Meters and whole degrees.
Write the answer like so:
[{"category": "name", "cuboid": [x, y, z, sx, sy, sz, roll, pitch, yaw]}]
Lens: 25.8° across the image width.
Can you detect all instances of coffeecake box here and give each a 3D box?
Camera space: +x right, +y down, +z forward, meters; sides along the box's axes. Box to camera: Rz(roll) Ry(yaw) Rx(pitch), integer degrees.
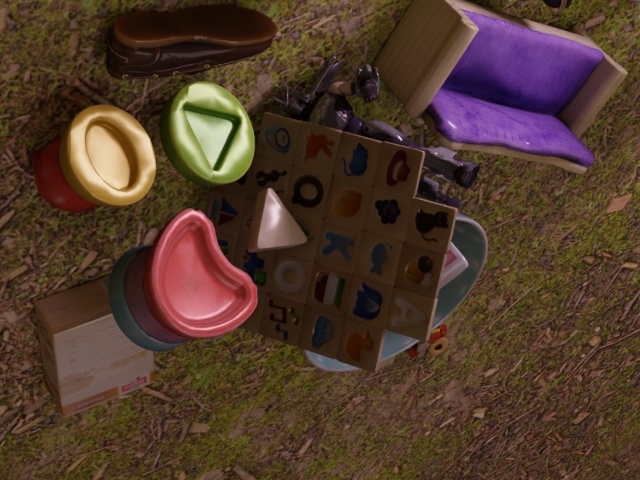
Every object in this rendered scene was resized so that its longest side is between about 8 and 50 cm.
[{"category": "coffeecake box", "cuboid": [-0.307, 0.142, 1.919, 0.142, 0.068, 0.185, -21, 142, -23]}]

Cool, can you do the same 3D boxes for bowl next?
[{"category": "bowl", "cuboid": [0.072, 0.028, 2.031, 0.311, 0.163, 0.311, -24, 146, -18]}]

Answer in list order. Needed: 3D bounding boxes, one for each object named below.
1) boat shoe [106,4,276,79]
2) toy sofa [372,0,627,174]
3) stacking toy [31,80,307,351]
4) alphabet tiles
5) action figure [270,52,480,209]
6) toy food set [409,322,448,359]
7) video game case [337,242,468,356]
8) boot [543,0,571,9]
[{"category": "boat shoe", "cuboid": [-0.153, -0.228, 1.635, 0.207, 0.073, 0.073, -6, 137, -27]}, {"category": "toy sofa", "cuboid": [0.265, -0.217, 1.918, 0.362, 0.177, 0.150, 7, 126, -44]}, {"category": "stacking toy", "cuboid": [-0.188, -0.034, 1.706, 0.130, 0.309, 0.279, -20, -169, 45]}, {"category": "alphabet tiles", "cuboid": [0.000, 0.000, 1.772, 0.011, 0.342, 0.285, -9, 113, -63]}, {"category": "action figure", "cuboid": [0.060, -0.125, 1.787, 0.185, 0.285, 0.099, -66, 168, 24]}, {"category": "toy food set", "cuboid": [0.189, 0.175, 2.432, 0.082, 0.020, 0.083, -17, 141, -26]}, {"category": "video game case", "cuboid": [0.037, -0.003, 1.863, 0.204, 0.285, 0.025, -38, 146, 0]}, {"category": "boot", "cuboid": [0.248, -0.362, 1.840, 0.137, 0.077, 0.198, -30, 132, -2]}]
